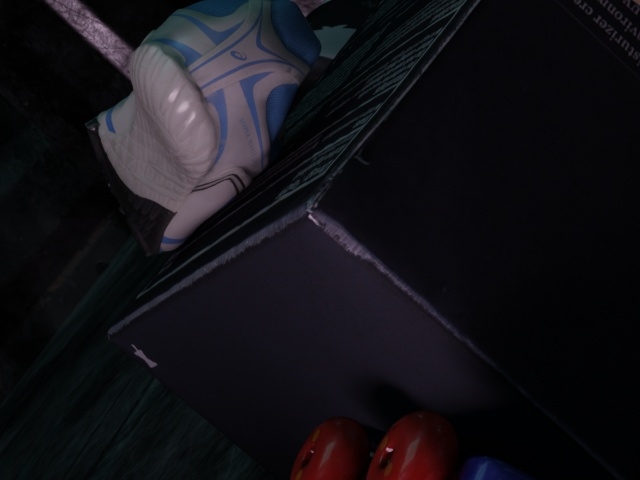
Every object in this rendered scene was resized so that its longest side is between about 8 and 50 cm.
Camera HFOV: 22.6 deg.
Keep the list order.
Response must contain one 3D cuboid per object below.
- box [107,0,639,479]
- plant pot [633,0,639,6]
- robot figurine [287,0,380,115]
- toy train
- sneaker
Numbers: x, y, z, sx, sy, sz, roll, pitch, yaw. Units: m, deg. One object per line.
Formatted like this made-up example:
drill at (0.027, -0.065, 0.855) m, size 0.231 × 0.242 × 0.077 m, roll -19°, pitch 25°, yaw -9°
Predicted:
box at (0.083, -0.028, 0.781) m, size 0.294 × 0.183 × 0.296 m, roll -51°, pitch 9°, yaw -24°
plant pot at (0.264, -0.246, 0.588) m, size 0.280 × 0.323 × 0.323 m, roll -30°, pitch -3°, yaw -36°
robot figurine at (0.031, -0.104, 1.335) m, size 0.173 × 0.209 × 0.278 m, roll -54°, pitch 2°, yaw 36°
toy train at (0.017, 0.154, 0.634) m, size 0.143 × 0.105 × 0.248 m, roll -64°, pitch 14°, yaw -15°
sneaker at (-0.058, -0.052, 0.773) m, size 0.086 × 0.085 × 0.237 m, roll -24°, pitch -3°, yaw -20°
